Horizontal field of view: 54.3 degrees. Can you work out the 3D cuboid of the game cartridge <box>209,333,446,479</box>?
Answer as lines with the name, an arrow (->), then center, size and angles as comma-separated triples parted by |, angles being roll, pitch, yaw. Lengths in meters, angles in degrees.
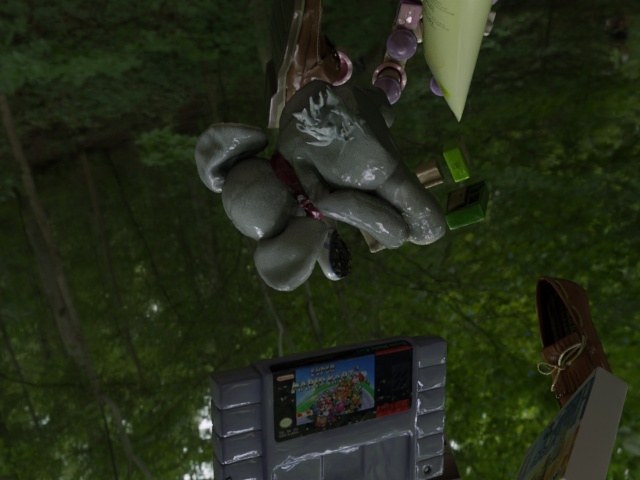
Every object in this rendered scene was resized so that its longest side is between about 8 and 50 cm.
game cartridge -> 0.024, 0.262, 0.877 | 0.355, 0.230, 0.068 | -6, -165, -26

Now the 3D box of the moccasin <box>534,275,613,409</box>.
moccasin -> 0.547, 0.246, 1.373 | 0.147, 0.139, 0.380 | 21, -124, -24

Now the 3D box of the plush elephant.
plush elephant -> -0.018, -0.079, 0.865 | 0.255, 0.272, 0.330 | -30, 164, 21

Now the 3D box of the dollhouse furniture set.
dollhouse furniture set -> 0.224, -0.117, 1.495 | 0.301, 0.198, 0.151 | -20, -160, 24

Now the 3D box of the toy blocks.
toy blocks -> 0.170, -0.387, 1.135 | 0.309, 0.289, 0.260 | 15, -151, 0

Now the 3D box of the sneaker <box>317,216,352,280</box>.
sneaker -> 0.000, 0.000, 1.117 | 0.086, 0.085, 0.237 | -24, -148, 6

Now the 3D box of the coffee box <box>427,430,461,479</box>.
coffee box -> 0.161, 0.453, 1.048 | 0.118, 0.168, 0.297 | 0, -132, -17

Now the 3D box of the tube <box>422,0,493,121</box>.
tube -> 0.125, -0.198, 0.597 | 0.062, 0.070, 0.240 | 18, 172, 10

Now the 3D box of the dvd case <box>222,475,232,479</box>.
dvd case -> -0.108, 0.345, 0.724 | 0.013, 0.087, 0.119 | -6, -118, -51

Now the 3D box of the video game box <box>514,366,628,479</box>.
video game box -> 0.277, 0.271, 0.733 | 0.048, 0.187, 0.205 | 31, -144, 18

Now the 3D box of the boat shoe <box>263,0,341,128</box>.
boat shoe -> -0.023, -0.286, 0.960 | 0.104, 0.307, 0.111 | -3, -111, -12
